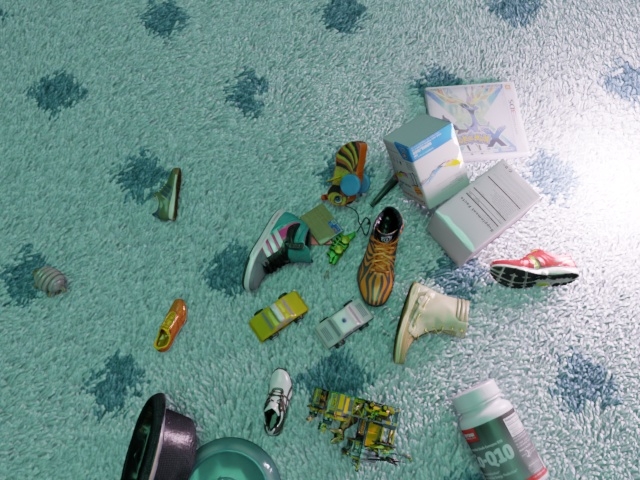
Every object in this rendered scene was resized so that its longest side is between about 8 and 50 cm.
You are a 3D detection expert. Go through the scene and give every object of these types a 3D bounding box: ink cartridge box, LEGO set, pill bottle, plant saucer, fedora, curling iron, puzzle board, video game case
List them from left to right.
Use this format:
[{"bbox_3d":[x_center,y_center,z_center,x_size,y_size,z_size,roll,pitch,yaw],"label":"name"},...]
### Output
[{"bbox_3d":[-0.439,0.603,1.434,0.152,0.334,0.334,19,70,-24],"label":"fedora"},{"bbox_3d":[-0.268,0.730,1.471,0.317,0.044,0.318,0,72,1],"label":"plant saucer"},{"bbox_3d":[0.003,-0.055,1.739,0.096,0.011,0.128,-33,70,-13],"label":"puzzle board"},{"bbox_3d":[0.078,0.525,1.407,0.255,0.331,0.192,18,73,-14],"label":"LEGO set"},{"bbox_3d":[0.273,-0.209,1.776,0.274,0.035,0.068,-40,75,-11],"label":"curling iron"},{"bbox_3d":[0.341,-0.254,1.662,0.168,0.233,0.171,-32,30,-8],"label":"ink cartridge box"},{"bbox_3d":[0.551,-0.424,1.841,0.329,0.036,0.300,-5,71,0],"label":"video game case"},{"bbox_3d":[0.493,0.550,1.448,0.161,0.161,0.283,-24,72,-6],"label":"pill bottle"}]

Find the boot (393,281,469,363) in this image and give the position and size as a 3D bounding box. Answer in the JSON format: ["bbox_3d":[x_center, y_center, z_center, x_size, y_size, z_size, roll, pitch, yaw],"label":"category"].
[{"bbox_3d":[0.340,0.276,1.583,0.203,0.095,0.262,18,69,6],"label":"boot"}]

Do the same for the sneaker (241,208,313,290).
[{"bbox_3d":[-0.115,0.052,1.659,0.178,0.124,0.295,21,72,18],"label":"sneaker"}]

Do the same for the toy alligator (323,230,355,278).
[{"bbox_3d":[0.047,0.037,1.688,0.051,0.056,0.190,32,75,12],"label":"toy alligator"}]

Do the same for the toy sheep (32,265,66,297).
[{"bbox_3d":[-0.874,0.131,1.668,0.132,0.091,0.091,29,74,5],"label":"toy sheep"}]

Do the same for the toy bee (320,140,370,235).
[{"bbox_3d":[0.072,-0.178,1.708,0.162,0.195,0.298,4,81,28],"label":"toy bee"}]

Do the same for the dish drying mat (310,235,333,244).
[{"bbox_3d":[0.000,0.000,1.727,0.083,0.008,0.032,0,72,1],"label":"dish drying mat"}]

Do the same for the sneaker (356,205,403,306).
[{"bbox_3d":[0.185,0.039,1.618,0.124,0.180,0.321,7,72,4],"label":"sneaker"}]

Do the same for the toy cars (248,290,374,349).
[{"bbox_3d":[-0.029,0.242,1.604,0.393,0.087,0.176,5,72,3],"label":"toy cars"}]

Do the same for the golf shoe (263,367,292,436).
[{"bbox_3d":[-0.126,0.475,1.527,0.077,0.094,0.198,3,70,4],"label":"golf shoe"}]

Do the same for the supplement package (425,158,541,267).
[{"bbox_3d":[0.513,-0.084,1.652,0.293,0.177,0.175,-37,75,-10],"label":"supplement package"}]

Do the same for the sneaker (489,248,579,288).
[{"bbox_3d":[0.674,0.082,1.650,0.279,0.107,0.118,2,53,-1],"label":"sneaker"}]

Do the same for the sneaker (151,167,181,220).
[{"bbox_3d":[-0.531,-0.162,1.765,0.086,0.064,0.192,3,75,-3],"label":"sneaker"}]

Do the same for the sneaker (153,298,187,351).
[{"bbox_3d":[-0.467,0.265,1.620,0.064,0.067,0.175,13,71,8],"label":"sneaker"}]
